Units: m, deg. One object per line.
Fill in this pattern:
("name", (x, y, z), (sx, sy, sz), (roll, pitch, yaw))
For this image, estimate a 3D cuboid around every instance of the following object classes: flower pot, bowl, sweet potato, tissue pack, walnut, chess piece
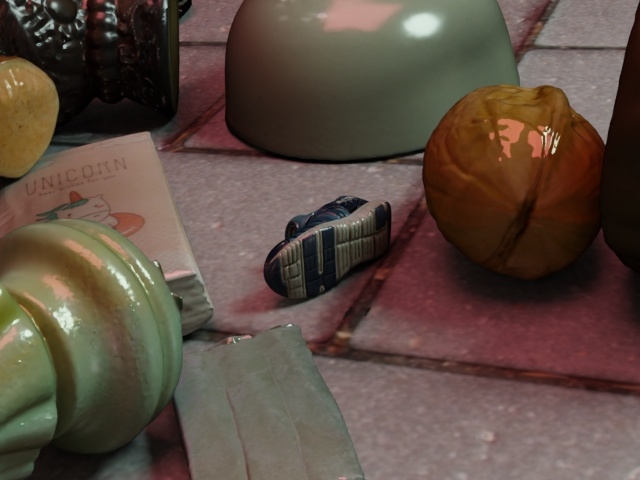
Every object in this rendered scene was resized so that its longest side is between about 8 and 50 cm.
("flower pot", (-0.303, -0.241, 1.313), (0.267, 0.266, 0.266), (1, 29, -3))
("bowl", (0.047, -0.249, 1.274), (0.354, 0.185, 0.354), (-7, 29, 4))
("sweet potato", (-0.431, -0.116, 1.134), (0.337, 0.131, 0.131), (-1, 29, 27))
("tissue pack", (-0.210, -0.002, 1.023), (0.170, 0.071, 0.325), (-17, 30, -7))
("walnut", (0.165, -0.055, 0.936), (0.159, 0.159, 0.206), (-3, 23, 11))
("chess piece", (-0.236, 0.101, 0.697), (0.176, 0.175, 0.298), (10, 23, 30))

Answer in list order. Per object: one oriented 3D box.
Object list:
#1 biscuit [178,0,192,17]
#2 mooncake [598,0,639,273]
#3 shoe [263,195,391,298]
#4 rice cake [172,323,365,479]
("biscuit", (-0.290, -0.362, 1.701), (0.195, 0.053, 0.194), (-6, 30, 4))
("mooncake", (0.326, -0.095, 0.835), (0.161, 0.290, 0.290), (17, 38, 27))
("shoe", (0.000, 0.000, 0.972), (0.071, 0.063, 0.143), (19, 37, 39))
("rice cake", (-0.045, 0.130, 0.779), (0.124, 0.038, 0.211), (-16, 30, -13))
